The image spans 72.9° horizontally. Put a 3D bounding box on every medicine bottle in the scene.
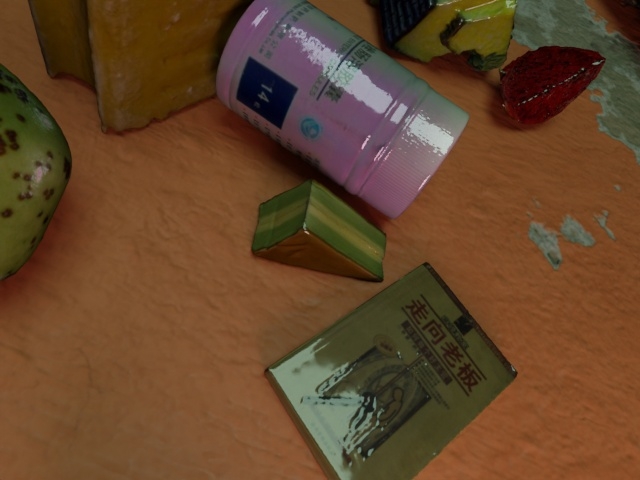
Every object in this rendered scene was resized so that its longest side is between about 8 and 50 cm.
[{"bbox_3d":[0.025,-0.154,0.505,0.254,0.152,0.152,34,58,2],"label":"medicine bottle"}]

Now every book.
[{"bbox_3d":[0.081,0.138,0.445,0.231,0.026,0.161,-28,75,-29],"label":"book"}]

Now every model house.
[{"bbox_3d":[0.189,-0.376,0.708,0.212,0.170,0.193,-6,70,10],"label":"model house"}]

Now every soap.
[{"bbox_3d":[-0.136,-0.307,0.436,0.156,0.335,0.293,48,56,9],"label":"soap"}]

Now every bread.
[{"bbox_3d":[0.004,0.002,0.499,0.139,0.084,0.074,31,52,-38],"label":"bread"}]

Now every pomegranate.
[{"bbox_3d":[-0.305,-0.051,0.293,0.215,0.248,0.214,-1,95,-11],"label":"pomegranate"}]

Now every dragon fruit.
[{"bbox_3d":[0.352,-0.250,0.704,0.162,0.083,0.106,-32,52,4],"label":"dragon fruit"}]

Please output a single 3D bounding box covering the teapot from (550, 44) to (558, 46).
[{"bbox_3d":[0.389,-0.294,0.750,0.064,0.064,0.083,-16,56,-16],"label":"teapot"}]

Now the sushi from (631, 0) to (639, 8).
[{"bbox_3d":[0.791,-0.469,0.965,0.297,0.100,0.372,7,51,-25],"label":"sushi"}]
